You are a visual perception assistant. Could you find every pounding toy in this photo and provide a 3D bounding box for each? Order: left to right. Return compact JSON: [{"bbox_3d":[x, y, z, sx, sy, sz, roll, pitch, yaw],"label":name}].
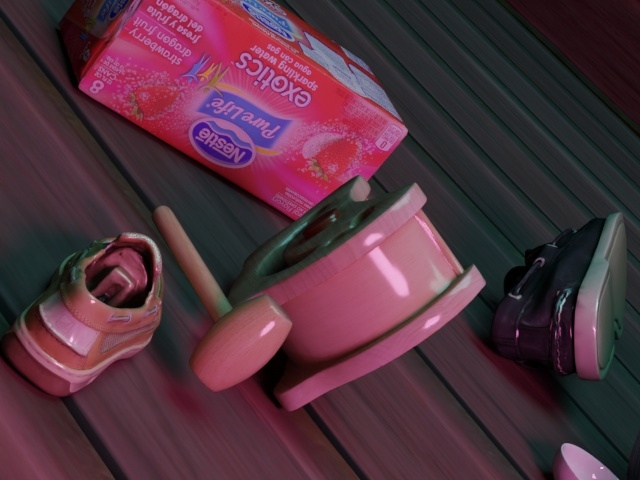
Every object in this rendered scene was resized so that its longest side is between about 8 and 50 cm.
[{"bbox_3d":[0.000,0.000,1.079,0.155,0.154,0.269,54,14,-9],"label":"pounding toy"}]

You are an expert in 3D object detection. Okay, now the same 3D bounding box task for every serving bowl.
[{"bbox_3d":[0.209,0.195,1.321,0.083,0.027,0.083,37,17,-13],"label":"serving bowl"}]

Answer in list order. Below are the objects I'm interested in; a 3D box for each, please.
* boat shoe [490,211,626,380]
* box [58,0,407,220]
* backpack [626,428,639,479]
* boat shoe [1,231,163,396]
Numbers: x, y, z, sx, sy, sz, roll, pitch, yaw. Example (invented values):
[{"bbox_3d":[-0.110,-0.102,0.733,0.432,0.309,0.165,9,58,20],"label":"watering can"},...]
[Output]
[{"bbox_3d":[0.225,0.052,1.609,0.113,0.127,0.340,0,17,15],"label":"boat shoe"},{"bbox_3d":[-0.071,-0.133,1.388,0.257,0.123,0.128,31,18,-30],"label":"box"},{"bbox_3d":[0.362,0.177,1.379,0.191,0.225,0.253,24,9,35],"label":"backpack"},{"bbox_3d":[-0.113,0.027,0.953,0.068,0.072,0.190,39,16,-6],"label":"boat shoe"}]
